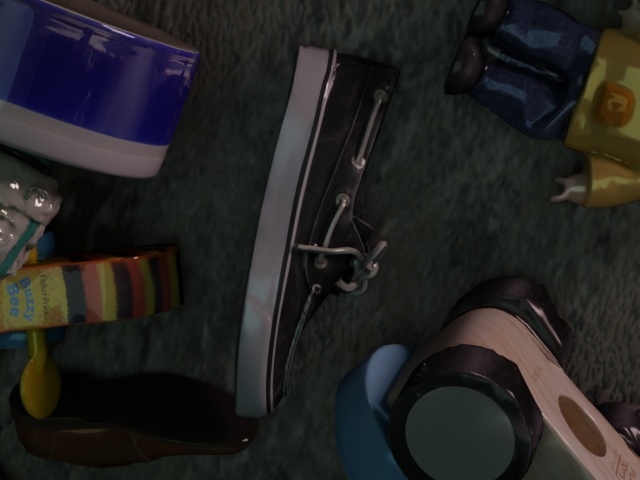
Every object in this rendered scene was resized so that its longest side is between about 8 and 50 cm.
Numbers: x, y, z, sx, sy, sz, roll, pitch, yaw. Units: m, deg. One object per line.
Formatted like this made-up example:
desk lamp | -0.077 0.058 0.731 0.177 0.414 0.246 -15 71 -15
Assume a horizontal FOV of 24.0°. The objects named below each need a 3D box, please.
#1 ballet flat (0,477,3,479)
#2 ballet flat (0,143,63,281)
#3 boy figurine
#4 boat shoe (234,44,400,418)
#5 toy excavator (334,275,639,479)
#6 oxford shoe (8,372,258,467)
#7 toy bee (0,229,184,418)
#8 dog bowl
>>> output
ballet flat | -0.347 0.224 1.283 0.124 0.116 0.342 -23 117 25
ballet flat | -0.384 -0.038 1.173 0.409 0.147 0.147 12 101 32
boy figurine | 0.241 -0.100 1.190 0.285 0.092 0.177 26 98 6
boat shoe | 0.000 0.000 1.225 0.105 0.113 0.306 12 84 -1
toy excavator | 0.105 0.316 1.234 0.445 0.222 0.433 -39 93 24
oxford shoe | -0.157 0.163 1.297 0.212 0.076 0.076 5 127 6
toy bee | -0.267 0.058 1.237 0.298 0.162 0.195 -26 94 9
dog bowl | -0.229 -0.143 1.149 0.265 0.265 0.104 23 98 3
